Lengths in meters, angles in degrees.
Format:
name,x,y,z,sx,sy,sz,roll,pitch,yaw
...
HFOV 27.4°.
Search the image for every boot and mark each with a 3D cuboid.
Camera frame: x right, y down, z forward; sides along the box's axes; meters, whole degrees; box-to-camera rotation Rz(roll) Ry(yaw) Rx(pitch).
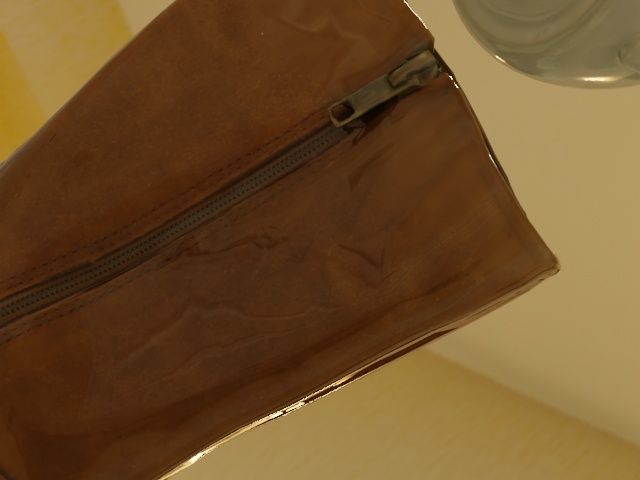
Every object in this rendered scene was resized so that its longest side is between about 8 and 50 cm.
name,x,y,z,sx,sy,sz,roll,pitch,yaw
boot,-0.106,-0.023,0.407,0.264,0.280,0.096,59,13,28

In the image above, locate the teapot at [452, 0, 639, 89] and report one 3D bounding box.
name,x,y,z,sx,sy,sz,roll,pitch,yaw
teapot,0.202,-0.198,0.767,0.252,0.187,0.256,36,-61,58
